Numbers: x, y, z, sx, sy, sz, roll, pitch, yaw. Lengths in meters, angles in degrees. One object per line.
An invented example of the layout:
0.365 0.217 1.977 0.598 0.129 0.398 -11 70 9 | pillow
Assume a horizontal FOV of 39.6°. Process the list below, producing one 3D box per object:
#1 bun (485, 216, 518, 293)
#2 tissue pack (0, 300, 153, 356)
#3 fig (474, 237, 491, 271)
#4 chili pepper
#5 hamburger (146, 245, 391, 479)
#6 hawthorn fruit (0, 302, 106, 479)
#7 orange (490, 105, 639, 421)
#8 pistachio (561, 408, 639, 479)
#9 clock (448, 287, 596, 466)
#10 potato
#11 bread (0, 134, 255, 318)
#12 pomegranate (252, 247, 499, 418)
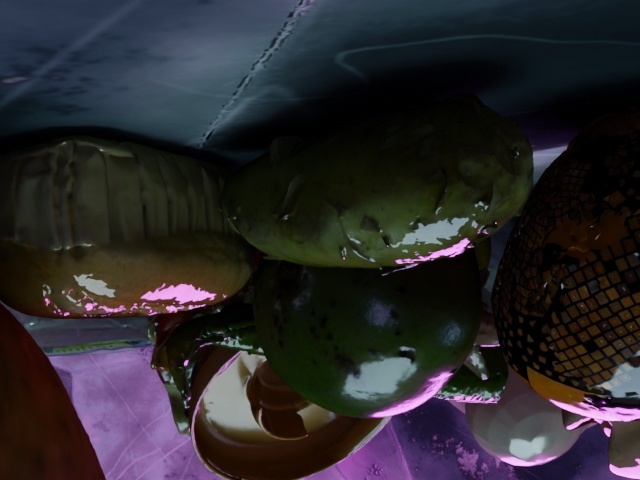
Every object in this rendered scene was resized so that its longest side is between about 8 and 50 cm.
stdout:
0.209 0.019 1.002 0.083 0.141 0.141 -38 161 22 | bun
-0.269 0.086 1.197 0.227 0.128 0.311 -6 174 11 | tissue pack
0.057 -0.019 0.788 0.124 0.124 0.236 -12 149 44 | fig
0.023 0.102 0.784 0.359 0.085 0.076 6 172 -32 | chili pepper
-0.050 0.098 0.944 0.274 0.212 0.274 -13 132 -15 | hamburger
-0.356 0.182 0.534 0.471 0.472 0.472 -6 174 -1 | hawthorn fruit
0.223 0.018 0.622 0.182 0.234 0.234 37 -178 10 | orange
0.388 0.074 0.913 0.281 0.365 0.445 38 -171 32 | pistachio
0.231 0.136 1.180 0.342 0.326 0.184 -10 136 -57 | clock
0.023 -0.031 0.530 0.225 0.090 0.117 -5 -162 44 | potato
-0.134 -0.001 0.606 0.140 0.106 0.236 -6 174 21 | bread
0.058 0.049 0.686 0.224 0.182 0.181 12 164 -39 | pomegranate
